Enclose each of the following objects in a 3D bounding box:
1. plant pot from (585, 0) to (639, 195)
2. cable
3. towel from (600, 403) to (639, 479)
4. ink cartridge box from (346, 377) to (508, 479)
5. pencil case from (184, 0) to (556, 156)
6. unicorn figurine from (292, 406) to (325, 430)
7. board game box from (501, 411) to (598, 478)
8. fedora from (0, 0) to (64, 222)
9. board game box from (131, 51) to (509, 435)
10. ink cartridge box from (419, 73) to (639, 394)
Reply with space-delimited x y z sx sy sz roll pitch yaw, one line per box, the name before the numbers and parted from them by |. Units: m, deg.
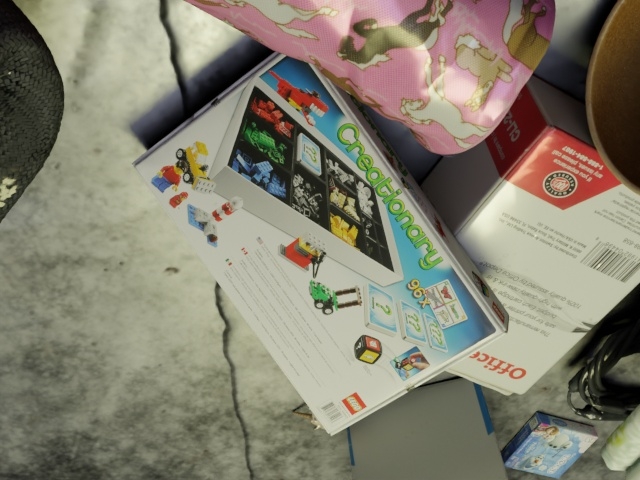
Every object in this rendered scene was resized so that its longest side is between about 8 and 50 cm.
plant pot | 0.395 -0.108 0.787 0.254 0.237 0.237 18 127 -40
cable | 0.383 0.148 1.098 0.185 0.047 0.150 6 120 -22
towel | 0.476 0.102 0.935 0.321 0.090 0.374 -14 144 -40
ink cartridge box | 0.142 0.312 1.116 0.168 0.171 0.232 -15 130 5
pencil case | -0.023 -0.203 0.667 0.386 0.160 0.167 24 135 -22
unicorn figurine | 0.038 0.167 1.052 0.162 0.060 0.111 -19 140 1
board game box | 0.289 0.261 1.191 0.090 0.020 0.090 16 125 -21
fedora | -0.282 -0.081 0.639 0.153 0.334 0.334 36 121 3
board game box | 0.000 0.000 0.825 0.193 0.053 0.305 -34 95 20
ink cartridge box | 0.191 0.003 0.904 0.197 0.114 0.272 23 122 -23
